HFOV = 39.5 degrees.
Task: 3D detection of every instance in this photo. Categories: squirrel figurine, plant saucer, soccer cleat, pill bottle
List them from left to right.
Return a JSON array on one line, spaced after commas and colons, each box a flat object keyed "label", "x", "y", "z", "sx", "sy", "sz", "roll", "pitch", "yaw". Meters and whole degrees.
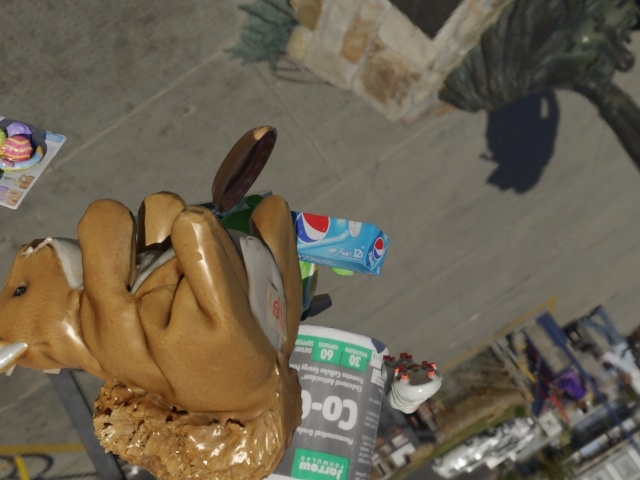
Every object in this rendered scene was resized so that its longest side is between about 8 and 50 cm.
[{"label": "squirrel figurine", "x": -0.220, "y": 0.140, "z": 1.097, "sx": 0.370, "sy": 0.397, "sz": 0.281, "roll": -9, "pitch": -170, "yaw": 17}, {"label": "plant saucer", "x": -0.155, "y": -0.146, "z": 1.756, "sx": 0.200, "sy": 0.037, "sz": 0.200, "roll": -55, "pitch": 174, "yaw": -9}, {"label": "pill bottle", "x": -0.011, "y": 0.335, "z": 1.484, "sx": 0.204, "sy": 0.361, "sz": 0.204, "roll": 10, "pitch": 164, "yaw": 3}, {"label": "soccer cleat", "x": 0.123, "y": 0.201, "z": 1.208, "sx": 0.068, "sy": 0.076, "sz": 0.196, "roll": -6, "pitch": -179, "yaw": -6}]

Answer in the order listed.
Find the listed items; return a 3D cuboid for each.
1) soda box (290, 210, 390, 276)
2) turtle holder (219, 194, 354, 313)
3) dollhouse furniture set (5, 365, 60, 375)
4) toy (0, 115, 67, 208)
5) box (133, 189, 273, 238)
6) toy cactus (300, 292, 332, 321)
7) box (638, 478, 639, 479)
[{"label": "soda box", "x": 0.000, "y": 0.000, "z": 1.433, "sx": 0.071, "sy": 0.210, "sz": 0.067, "roll": 37, "pitch": 67, "yaw": -57}, {"label": "turtle holder", "x": -0.100, "y": 0.051, "z": 1.770, "sx": 0.320, "sy": 0.243, "sz": 0.227, "roll": -39, "pitch": 140, "yaw": -5}, {"label": "dollhouse furniture set", "x": -0.584, "y": 0.245, "z": 1.894, "sx": 0.151, "sy": 0.144, "sz": 0.123, "roll": 14, "pitch": 117, "yaw": -35}, {"label": "toy", "x": -0.522, "y": -0.151, "z": 1.474, "sx": 0.237, "sy": 0.137, "sz": 0.056, "roll": -79, "pitch": -172, "yaw": -52}, {"label": "box", "x": -0.273, "y": -0.057, "z": 1.995, "sx": 0.322, "sy": 0.058, "sz": 0.232, "roll": -11, "pitch": -175, "yaw": 5}, {"label": "toy cactus", "x": -0.065, "y": 0.162, "z": 2.114, "sx": 0.180, "sy": 0.112, "sz": 0.219, "roll": -19, "pitch": 173, "yaw": -17}, {"label": "box", "x": 0.525, "y": 0.324, "z": 1.074, "sx": 0.149, "sy": 0.232, "sz": 0.127, "roll": -14, "pitch": 141, "yaw": -47}]
